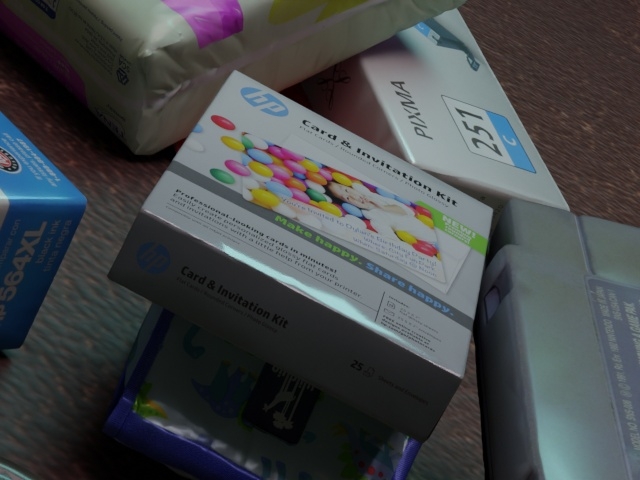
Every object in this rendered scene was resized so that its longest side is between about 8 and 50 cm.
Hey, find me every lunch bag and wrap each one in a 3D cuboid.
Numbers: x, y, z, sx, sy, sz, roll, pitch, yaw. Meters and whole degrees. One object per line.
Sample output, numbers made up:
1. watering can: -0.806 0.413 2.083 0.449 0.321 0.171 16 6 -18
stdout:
1. lunch bag: -0.021 0.065 0.813 0.129 0.096 0.151 27 33 -5

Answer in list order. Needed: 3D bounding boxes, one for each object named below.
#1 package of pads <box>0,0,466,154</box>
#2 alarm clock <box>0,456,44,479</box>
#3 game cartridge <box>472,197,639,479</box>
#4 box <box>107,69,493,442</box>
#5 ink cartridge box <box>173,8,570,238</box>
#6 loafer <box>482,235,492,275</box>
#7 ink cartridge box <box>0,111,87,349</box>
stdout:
1. package of pads: -0.071 -0.196 1.163 0.296 0.101 0.229 -28 55 -33
2. alarm clock: -0.110 0.122 0.617 0.192 0.064 0.129 16 25 -37
3. game cartridge: 0.177 0.098 0.729 0.230 0.068 0.355 10 25 -2
4. box: 0.000 0.000 0.799 0.145 0.038 0.186 28 23 -2
5. ink cartridge box: 0.002 -0.122 1.216 0.261 0.066 0.296 14 36 -34
6. loafer: 0.133 0.037 1.091 0.062 0.061 0.170 18 23 -23
7. ink cartridge box: -0.224 -0.025 0.759 0.148 0.086 0.203 43 25 30
